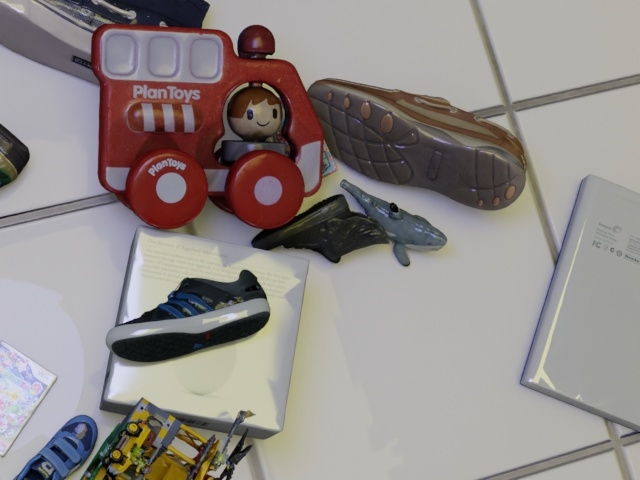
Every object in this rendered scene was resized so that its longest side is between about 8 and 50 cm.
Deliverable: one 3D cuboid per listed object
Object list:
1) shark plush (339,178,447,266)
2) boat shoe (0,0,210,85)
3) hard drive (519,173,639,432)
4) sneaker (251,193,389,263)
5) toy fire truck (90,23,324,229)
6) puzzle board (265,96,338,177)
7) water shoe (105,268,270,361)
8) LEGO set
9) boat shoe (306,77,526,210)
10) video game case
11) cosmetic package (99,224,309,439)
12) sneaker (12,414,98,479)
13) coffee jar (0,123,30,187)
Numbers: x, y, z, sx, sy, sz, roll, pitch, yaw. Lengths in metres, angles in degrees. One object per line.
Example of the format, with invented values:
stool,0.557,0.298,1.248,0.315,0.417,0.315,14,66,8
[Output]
shark plush,0.102,-0.040,1.874,0.161,0.067,0.073,46,72,1
boat shoe,-0.311,-0.310,1.828,0.340,0.127,0.158,26,68,-15
hard drive,0.424,0.090,1.929,0.210,0.040,0.319,22,73,-6
sneaker,0.000,-0.001,1.846,0.170,0.051,0.089,-27,106,1
toy fire truck,-0.141,-0.150,1.751,0.302,0.169,0.254,0,99,-16
puzzle board,-0.045,-0.132,1.870,0.096,0.011,0.128,-26,82,10
water shoe,-0.164,0.090,1.649,0.203,0.073,0.080,-10,57,-18
LEGO set,-0.200,0.337,1.606,0.192,0.331,0.255,33,52,-5
boat shoe,0.133,-0.145,1.895,0.324,0.123,0.116,24,39,3
video game case,-0.403,0.200,1.733,0.087,0.011,0.122,33,72,-3
cosmetic package,-0.149,0.121,1.742,0.224,0.138,0.225,12,76,-9
sneaker,-0.331,0.277,1.705,0.053,0.059,0.144,40,71,2
coffee jar,-0.462,-0.075,1.750,0.096,0.079,0.184,41,73,2
